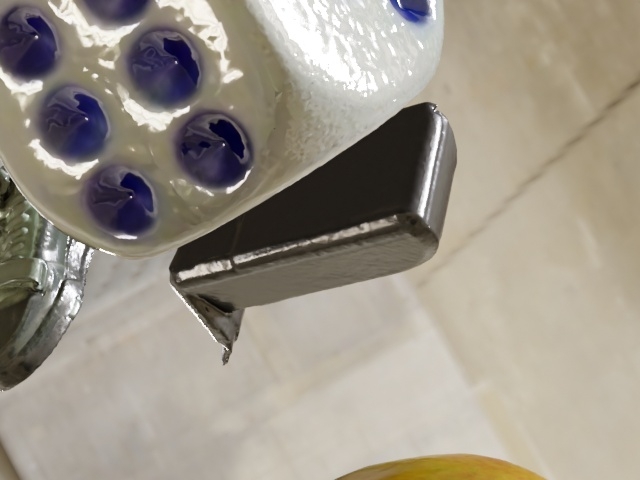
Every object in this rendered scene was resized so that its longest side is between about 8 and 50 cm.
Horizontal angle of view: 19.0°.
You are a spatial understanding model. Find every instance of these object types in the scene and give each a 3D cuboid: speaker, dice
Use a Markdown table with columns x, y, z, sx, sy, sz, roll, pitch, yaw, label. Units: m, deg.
| x | y | z | sx | sy | sz | roll | pitch | yaw | label |
| --- | --- | --- | --- | --- | --- | --- | --- | --- | --- |
| 0.000 | 0.000 | 2.198 | 0.388 | 0.184 | 0.180 | -15 | -136 | 32 | speaker |
| -0.091 | -0.173 | 1.608 | 0.304 | 0.277 | 0.304 | -23 | -167 | 36 | dice |

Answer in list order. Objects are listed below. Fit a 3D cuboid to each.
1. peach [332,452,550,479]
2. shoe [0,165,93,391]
| x | y | z | sx | sy | sz | roll | pitch | yaw | label |
| --- | --- | --- | --- | --- | --- | --- | --- | --- | --- |
| 0.066 | 0.282 | 1.238 | 0.308 | 0.307 | 0.332 | -33 | -179 | 26 | peach |
| -0.304 | -0.003 | 1.884 | 0.109 | 0.149 | 0.293 | -17 | -140 | 33 | shoe |
